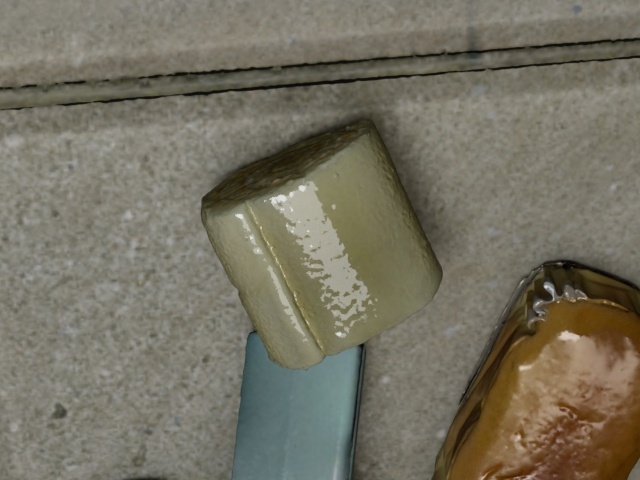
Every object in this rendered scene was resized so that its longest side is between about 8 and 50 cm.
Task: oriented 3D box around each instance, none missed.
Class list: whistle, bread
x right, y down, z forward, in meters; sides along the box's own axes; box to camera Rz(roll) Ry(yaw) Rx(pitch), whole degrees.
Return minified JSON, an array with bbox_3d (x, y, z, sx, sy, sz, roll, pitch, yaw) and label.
[{"bbox_3d":[-0.020,0.225,1.442,0.163,0.163,0.289,9,77,-7],"label":"whistle"},{"bbox_3d":[0.000,0.000,1.335,0.148,0.134,0.141,-27,108,-5],"label":"bread"},{"bbox_3d":[0.184,0.145,1.425,0.136,0.107,0.241,22,110,-9],"label":"bread"}]
